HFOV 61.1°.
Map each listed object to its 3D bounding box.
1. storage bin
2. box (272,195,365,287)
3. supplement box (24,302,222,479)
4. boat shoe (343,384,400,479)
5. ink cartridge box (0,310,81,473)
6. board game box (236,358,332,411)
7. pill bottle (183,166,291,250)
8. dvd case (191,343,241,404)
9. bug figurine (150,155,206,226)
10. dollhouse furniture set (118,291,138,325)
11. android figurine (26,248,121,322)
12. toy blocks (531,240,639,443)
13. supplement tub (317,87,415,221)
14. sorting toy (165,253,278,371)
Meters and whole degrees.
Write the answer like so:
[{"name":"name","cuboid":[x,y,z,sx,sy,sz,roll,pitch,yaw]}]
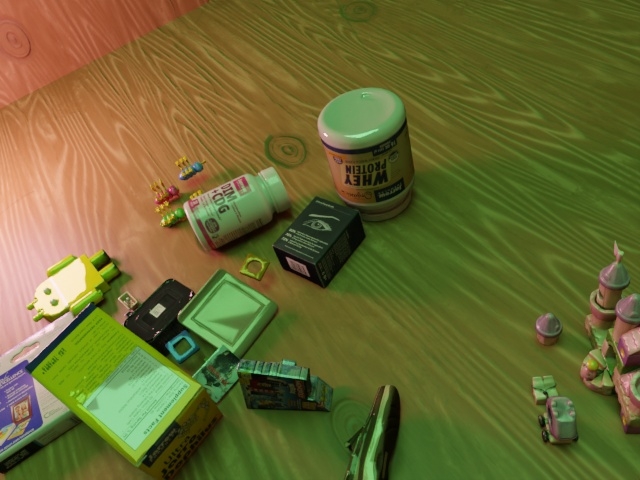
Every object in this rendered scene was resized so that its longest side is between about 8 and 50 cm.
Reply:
[{"name":"storage bin","cuboid":[-0.409,0.204,1.432,0.122,0.084,0.180,25,60,34]},{"name":"box","cuboid":[0.000,0.000,1.461,0.153,0.108,0.207,23,60,34]},{"name":"supplement box","cuboid":[-0.426,0.336,1.200,0.357,0.195,0.194,29,63,23]},{"name":"boat shoe","cuboid":[0.092,0.407,1.082,0.095,0.095,0.257,0,50,26]},{"name":"ink cartridge box","cuboid":[-0.721,0.377,1.394,0.304,0.072,0.307,-34,47,-11]},{"name":"board game box","cuboid":[-0.071,0.314,1.180,0.194,0.194,0.060,6,51,4]},{"name":"pill bottle","cuboid":[-0.239,-0.098,1.590,0.283,0.160,0.160,-27,47,-6]},{"name":"dvd case","cuboid":[-0.243,0.320,1.294,0.087,0.013,0.119,41,68,7]},{"name":"bug figurine","cuboid":[-0.439,-0.145,1.760,0.216,0.072,0.279,-29,52,0]},{"name":"dollhouse furniture set","cuboid":[-0.549,0.179,1.500,0.091,0.081,0.114,-43,51,-20]},{"name":"android figurine","cuboid":[-0.741,0.139,1.620,0.273,0.056,0.248,-36,49,-17]},{"name":"toy blocks","cuboid":[0.553,0.192,1.006,0.309,0.260,0.288,-8,48,11]},{"name":"supplement tub","cuboid":[0.134,-0.226,1.474,0.229,0.316,0.228,-9,48,10]},{"name":"sorting toy","cuboid":[-0.235,0.190,1.397,0.196,0.047,0.347,32,65,14]}]
